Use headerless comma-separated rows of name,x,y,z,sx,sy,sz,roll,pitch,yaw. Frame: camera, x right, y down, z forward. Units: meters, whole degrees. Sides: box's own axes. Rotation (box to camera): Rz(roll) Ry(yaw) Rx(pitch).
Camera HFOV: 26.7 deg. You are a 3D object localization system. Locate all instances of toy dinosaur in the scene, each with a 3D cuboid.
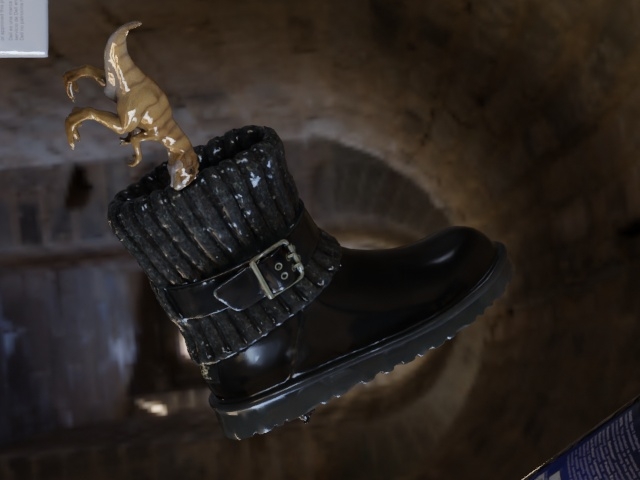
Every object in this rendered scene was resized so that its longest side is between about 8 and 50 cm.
toy dinosaur,-0.156,-0.122,1.088,0.211,0.112,0.064,65,25,-55

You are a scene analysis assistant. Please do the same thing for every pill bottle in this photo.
pill bottle,0.245,0.176,0.975,0.123,0.219,0.123,32,33,-24

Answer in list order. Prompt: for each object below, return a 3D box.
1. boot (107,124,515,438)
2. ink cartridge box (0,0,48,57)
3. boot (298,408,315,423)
boot,0.001,0.001,1.264,0.131,0.348,0.260,9,-56,67
ink cartridge box,-0.294,-0.207,0.892,0.092,0.219,0.160,-121,-147,-60
boot,-0.050,0.177,1.498,0.045,0.099,0.121,-32,-139,41
